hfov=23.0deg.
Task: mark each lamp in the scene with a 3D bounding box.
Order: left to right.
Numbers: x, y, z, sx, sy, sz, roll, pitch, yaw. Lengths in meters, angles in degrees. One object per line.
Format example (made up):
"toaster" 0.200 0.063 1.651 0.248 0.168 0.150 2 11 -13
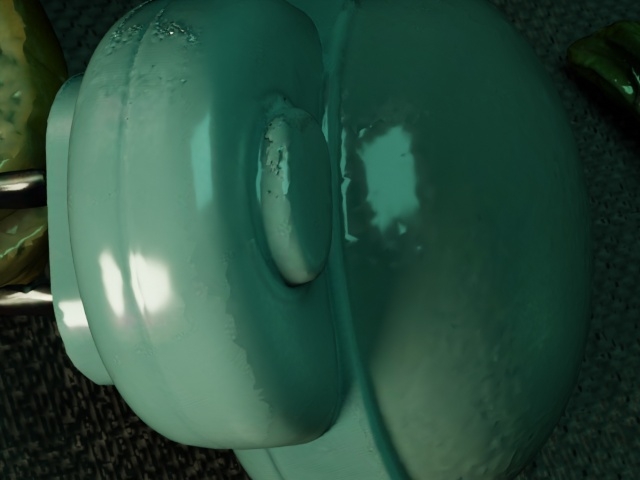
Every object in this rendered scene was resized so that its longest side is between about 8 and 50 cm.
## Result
"lamp" 0.011 -0.002 0.551 0.284 0.147 0.209 5 77 -49

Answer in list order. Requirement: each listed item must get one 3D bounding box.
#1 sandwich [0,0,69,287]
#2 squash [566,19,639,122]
"sandwich" -0.236 -0.090 0.586 0.254 0.100 0.288 -12 68 -19
"squash" 0.246 -0.024 0.718 0.287 0.137 0.137 27 58 -1
